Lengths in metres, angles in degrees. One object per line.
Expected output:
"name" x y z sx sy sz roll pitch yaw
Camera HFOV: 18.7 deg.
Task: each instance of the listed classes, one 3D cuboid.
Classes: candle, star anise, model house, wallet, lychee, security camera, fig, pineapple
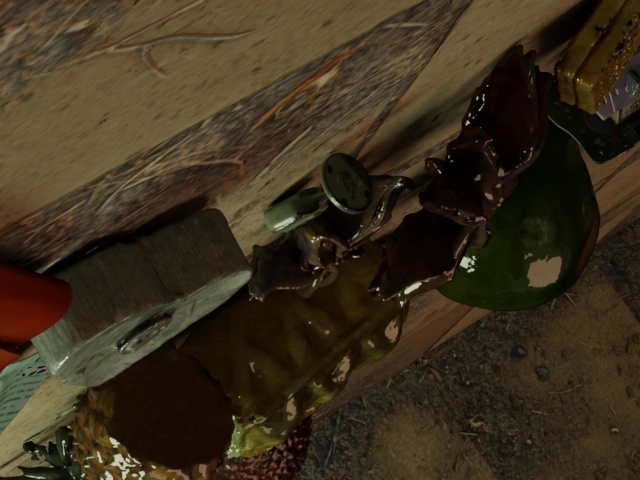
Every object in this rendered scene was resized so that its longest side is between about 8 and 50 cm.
"candle" -0.153 0.050 1.481 0.192 0.068 0.168 -22 166 -41
"star anise" 0.012 -0.011 1.784 0.172 0.063 0.208 -41 172 9
"model house" 0.304 -0.170 1.910 0.167 0.117 0.088 -32 155 -11
"wallet" -0.246 0.064 1.278 0.142 0.045 0.204 -35 171 3
"lychee" -0.096 0.191 2.112 0.194 0.194 0.194 -34 171 -6
"star anise" 0.132 -0.052 1.763 0.288 0.088 0.288 -56 174 -9
"security camera" -0.005 -0.032 1.661 0.092 0.058 0.058 -31 176 43
"fig" 0.202 -0.047 2.027 0.195 0.195 0.245 -22 129 -55
"pineapple" -0.210 0.228 1.921 0.165 0.165 0.364 -28 170 -37

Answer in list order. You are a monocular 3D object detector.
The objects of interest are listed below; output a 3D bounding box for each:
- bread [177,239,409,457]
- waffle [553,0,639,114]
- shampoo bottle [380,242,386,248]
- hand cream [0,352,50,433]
"bread" -0.023 0.100 1.981 0.267 0.130 0.152 -38 137 -22
"waffle" 0.257 -0.174 1.774 0.102 0.042 0.148 -55 170 -2
"shampoo bottle" 0.064 0.039 2.266 0.108 0.051 0.221 -35 172 17
"hand cream" -0.314 0.182 1.618 0.331 0.058 0.085 -41 168 34
